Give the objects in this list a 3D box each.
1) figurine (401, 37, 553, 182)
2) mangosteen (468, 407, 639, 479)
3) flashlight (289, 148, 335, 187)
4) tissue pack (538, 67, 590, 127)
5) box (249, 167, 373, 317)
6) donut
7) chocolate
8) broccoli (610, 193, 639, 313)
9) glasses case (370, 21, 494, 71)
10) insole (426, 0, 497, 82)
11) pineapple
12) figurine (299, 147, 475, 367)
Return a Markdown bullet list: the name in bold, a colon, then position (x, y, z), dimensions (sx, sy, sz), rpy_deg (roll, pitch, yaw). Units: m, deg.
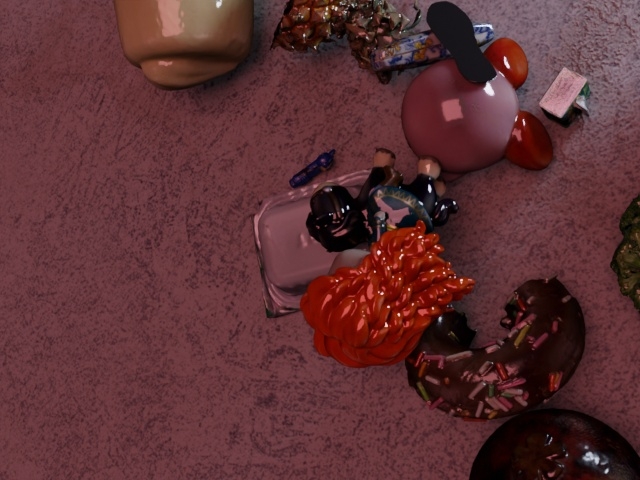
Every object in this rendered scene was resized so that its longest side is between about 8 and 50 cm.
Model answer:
- **figurine**: position (0.275, -0.244, 1.568), dimensions (0.261, 0.211, 0.270), rpy_deg (-15, 79, 21)
- **mangosteen**: position (0.419, 0.459, 1.442), dimensions (0.306, 0.359, 0.306), rpy_deg (-17, 45, 17)
- **flashlight**: position (-0.014, -0.149, 1.776), dimensions (0.121, 0.057, 0.035), rpy_deg (-35, 111, 22)
- **tissue pack**: position (0.464, -0.258, 1.544), dimensions (0.079, 0.111, 0.085), rpy_deg (36, 99, 20)
- **box**: position (0.000, 0.000, 1.719), dimensions (0.336, 0.106, 0.264), rpy_deg (-16, 80, 21)
- **donut**: position (0.297, 0.197, 1.508), dimensions (0.345, 0.136, 0.259), rpy_deg (-9, 38, 26)
- **chocolate**: position (-0.271, -0.480, 1.775), dimensions (0.326, 0.314, 0.297), rpy_deg (-16, 88, 17)
- **broccoli**: position (0.639, 0.031, 1.374), dimensions (0.307, 0.275, 0.308), rpy_deg (5, 112, 12)
- **glasses case**: position (0.216, -0.375, 1.606), dimensions (0.247, 0.087, 0.065), rpy_deg (-16, 98, -11)
- **insole**: position (0.257, -0.371, 1.541), dimensions (0.086, 0.005, 0.253), rpy_deg (-9, 50, -10)
- **pineapple**: position (0.074, -0.436, 1.693), dimensions (0.271, 0.262, 0.263), rpy_deg (29, 97, -1)
- **figurine**: position (0.106, 0.019, 1.507), dimensions (0.306, 0.241, 0.412), rpy_deg (-6, 60, -1)
